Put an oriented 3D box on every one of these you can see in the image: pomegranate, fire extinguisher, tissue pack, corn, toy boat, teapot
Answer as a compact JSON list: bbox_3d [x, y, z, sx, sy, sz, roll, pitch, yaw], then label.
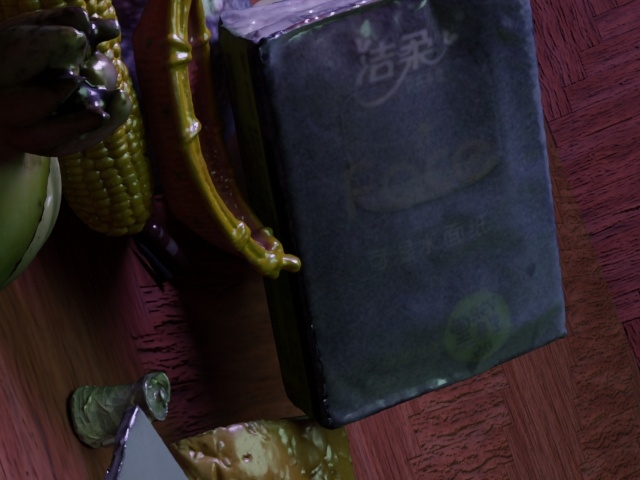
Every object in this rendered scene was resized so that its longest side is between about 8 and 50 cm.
[{"bbox_3d":[-0.276,-0.083,1.349,0.285,0.341,0.285,41,40,-46],"label":"pomegranate"},{"bbox_3d":[-0.167,0.009,1.978,0.100,0.032,0.046,49,62,-41],"label":"fire extinguisher"},{"bbox_3d":[0.073,-0.052,1.859,0.124,0.288,0.394,31,-45,58],"label":"tissue pack"},{"bbox_3d":[-0.205,-0.133,1.640,0.102,0.102,0.313,-87,168,-49],"label":"corn"},{"bbox_3d":[-0.103,-0.108,1.714,0.141,0.099,0.318,-83,159,-68],"label":"toy boat"},{"bbox_3d":[-0.173,0.149,1.735,0.057,0.083,0.067,52,23,-46],"label":"teapot"}]

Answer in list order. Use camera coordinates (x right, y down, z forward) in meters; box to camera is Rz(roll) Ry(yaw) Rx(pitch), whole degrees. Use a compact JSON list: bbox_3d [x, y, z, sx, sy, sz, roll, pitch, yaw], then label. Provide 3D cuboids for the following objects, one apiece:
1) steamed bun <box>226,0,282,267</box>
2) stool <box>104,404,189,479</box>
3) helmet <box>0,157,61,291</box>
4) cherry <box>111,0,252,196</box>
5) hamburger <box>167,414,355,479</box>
[{"bbox_3d":[-0.015,-0.072,2.078,0.346,0.237,0.394,50,-14,19],"label":"steamed bun"},{"bbox_3d":[-0.178,0.294,1.348,0.269,0.244,0.170,59,22,-23],"label":"stool"},{"bbox_3d":[-0.289,-0.070,1.590,0.257,0.137,0.204,65,21,-6],"label":"helmet"},{"bbox_3d":[-0.170,-0.181,1.876,0.255,0.218,0.296,91,6,-71],"label":"cherry"},{"bbox_3d":[-0.057,0.237,1.863,0.208,0.135,0.155,22,47,-59],"label":"hamburger"}]
